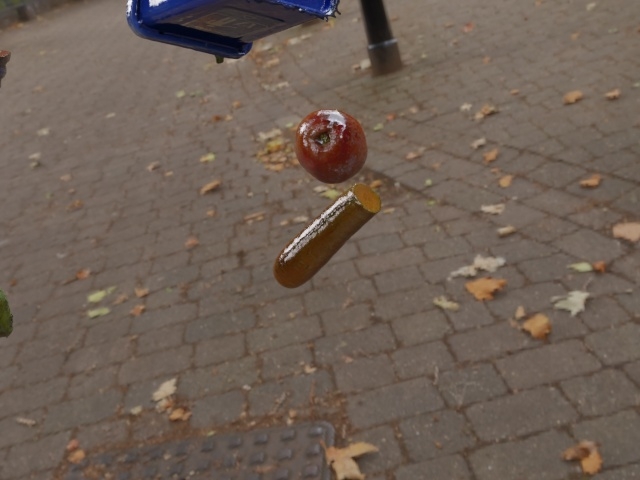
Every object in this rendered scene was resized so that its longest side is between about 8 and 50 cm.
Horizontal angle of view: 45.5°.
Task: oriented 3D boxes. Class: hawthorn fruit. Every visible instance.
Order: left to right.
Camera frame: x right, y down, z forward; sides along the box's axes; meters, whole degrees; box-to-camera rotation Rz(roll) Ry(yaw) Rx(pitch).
[{"bbox_3d":[0.024,-0.219,1.724,0.173,0.172,0.173,-14,24,6],"label":"hawthorn fruit"}]

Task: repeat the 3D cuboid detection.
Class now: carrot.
[{"bbox_3d":[0.000,0.000,1.170,0.225,0.067,0.067,-43,9,32],"label":"carrot"}]

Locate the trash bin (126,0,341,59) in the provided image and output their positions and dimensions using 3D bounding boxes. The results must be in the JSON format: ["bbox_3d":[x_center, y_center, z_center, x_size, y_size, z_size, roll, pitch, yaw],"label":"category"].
[{"bbox_3d":[-0.089,-0.295,0.790,0.163,0.183,0.235,3,6,-35],"label":"trash bin"}]

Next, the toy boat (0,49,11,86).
[{"bbox_3d":[-0.422,-0.284,0.833,0.072,0.318,0.219,3,32,7],"label":"toy boat"}]

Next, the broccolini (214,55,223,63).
[{"bbox_3d":[-0.116,-0.320,1.085,0.054,0.052,0.194,-23,-6,-32],"label":"broccolini"}]

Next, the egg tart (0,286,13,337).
[{"bbox_3d":[-0.618,0.107,1.287,0.197,0.197,0.078,-2,29,29],"label":"egg tart"}]
